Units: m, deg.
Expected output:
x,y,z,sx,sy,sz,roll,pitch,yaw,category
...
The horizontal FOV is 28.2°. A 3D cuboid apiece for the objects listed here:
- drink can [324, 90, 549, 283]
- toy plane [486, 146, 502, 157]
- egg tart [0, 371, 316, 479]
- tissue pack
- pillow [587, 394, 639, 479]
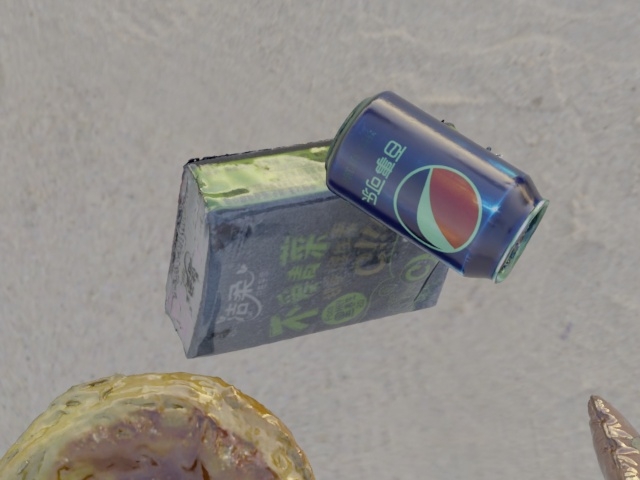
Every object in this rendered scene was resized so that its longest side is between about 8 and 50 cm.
x,y,z,sx,sy,sz,roll,pitch,yaw,category
0.110,-0.051,1.224,0.205,0.118,0.118,32,73,13,drink can
0.175,-0.096,1.520,0.084,0.078,0.024,-17,85,4,toy plane
-0.212,0.369,1.589,0.443,0.178,0.443,-1,94,-12,egg tart
0.000,0.000,1.712,0.394,0.288,0.124,-12,48,-24,tissue pack
0.489,0.371,1.955,0.084,0.236,0.223,-33,123,17,pillow
